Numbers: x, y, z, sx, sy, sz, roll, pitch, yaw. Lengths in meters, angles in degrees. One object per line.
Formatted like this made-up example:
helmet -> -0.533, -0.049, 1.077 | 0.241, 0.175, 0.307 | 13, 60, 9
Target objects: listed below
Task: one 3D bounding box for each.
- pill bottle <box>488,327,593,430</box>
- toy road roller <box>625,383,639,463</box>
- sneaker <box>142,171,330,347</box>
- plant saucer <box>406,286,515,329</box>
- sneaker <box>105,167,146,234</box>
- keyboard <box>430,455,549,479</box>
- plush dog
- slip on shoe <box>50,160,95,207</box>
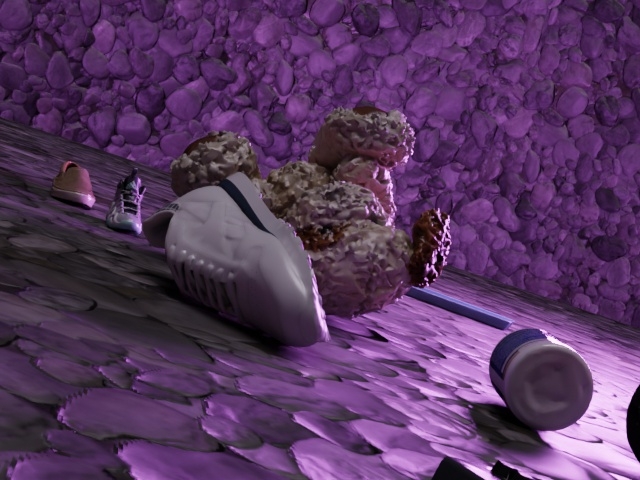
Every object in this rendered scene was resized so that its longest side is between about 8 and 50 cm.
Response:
pill bottle -> 0.169, 0.105, 0.817 | 0.067, 0.067, 0.120 | 19, 3, 0
toy road roller -> 0.373, 0.094, 0.631 | 0.329, 0.241, 0.202 | 19, 4, -3
sneaker -> -0.067, 0.025, 0.817 | 0.094, 0.090, 0.235 | -16, 27, -18
plant saucer -> 0.197, 0.096, 1.561 | 0.192, 0.018, 0.067 | 19, 3, 16
sneaker -> -0.213, -0.047, 1.149 | 0.038, 0.069, 0.098 | 17, 4, -24
keyboard -> 0.151, 0.147, 0.362 | 0.201, 0.033, 0.317 | 16, 4, -37
plush dog -> 0.000, 0.000, 1.031 | 0.262, 0.211, 0.225 | -12, 30, -18
slip on shoe -> -0.303, -0.070, 1.275 | 0.051, 0.041, 0.135 | 18, 3, -19
